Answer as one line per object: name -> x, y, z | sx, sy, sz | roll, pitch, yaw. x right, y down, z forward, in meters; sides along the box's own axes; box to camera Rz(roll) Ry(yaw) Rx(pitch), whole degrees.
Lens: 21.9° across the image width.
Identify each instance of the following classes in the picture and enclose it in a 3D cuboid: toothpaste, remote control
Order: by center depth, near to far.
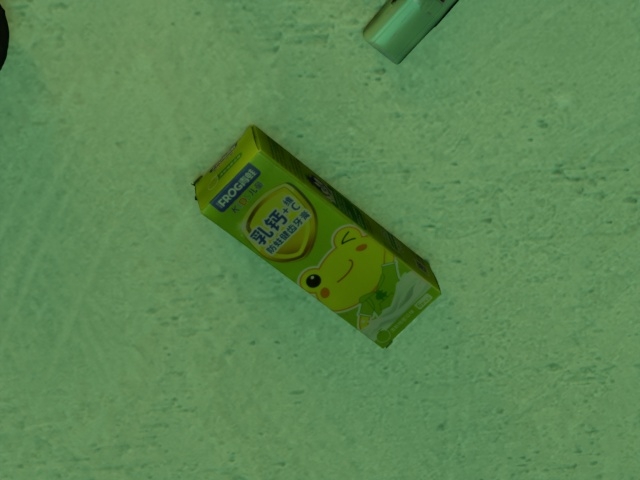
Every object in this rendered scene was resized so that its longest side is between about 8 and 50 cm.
remote control -> 0.126, -0.280, 1.924 | 0.065, 0.029, 0.166 | 36, 109, -24
toothpaste -> 0.000, 0.000, 2.038 | 0.327, 0.077, 0.110 | 38, 109, -26

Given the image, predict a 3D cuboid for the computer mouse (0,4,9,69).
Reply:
computer mouse -> -0.468, -0.255, 1.797 | 0.264, 0.088, 0.147 | 40, 66, -33
